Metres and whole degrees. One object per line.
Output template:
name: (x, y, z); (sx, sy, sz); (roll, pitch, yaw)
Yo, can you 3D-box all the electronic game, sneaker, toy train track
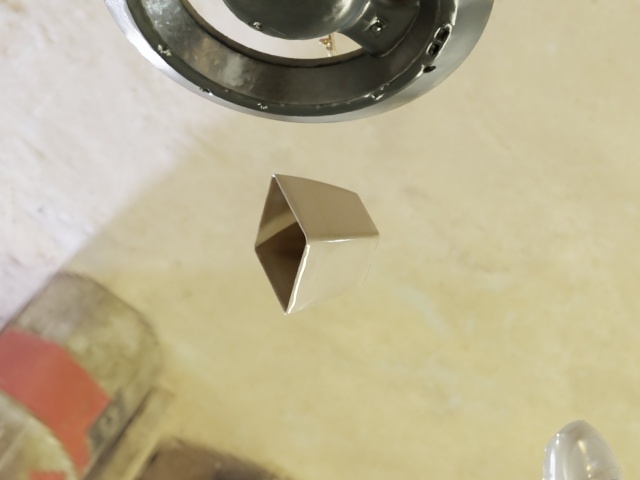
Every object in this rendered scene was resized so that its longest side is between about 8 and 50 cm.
electronic game: (-0.015, -0.154, 0.887); (0.229, 0.048, 0.229); (5, 137, 4)
sneaker: (0.306, 0.299, 1.684); (0.095, 0.090, 0.235); (32, 144, 65)
toy train track: (0.007, -0.220, 1.679); (0.014, 0.083, 0.048); (-12, 129, 9)

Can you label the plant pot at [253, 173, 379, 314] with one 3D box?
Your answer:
plant pot: (0.000, 0.000, 1.671); (0.109, 0.096, 0.109); (-118, 32, -42)
